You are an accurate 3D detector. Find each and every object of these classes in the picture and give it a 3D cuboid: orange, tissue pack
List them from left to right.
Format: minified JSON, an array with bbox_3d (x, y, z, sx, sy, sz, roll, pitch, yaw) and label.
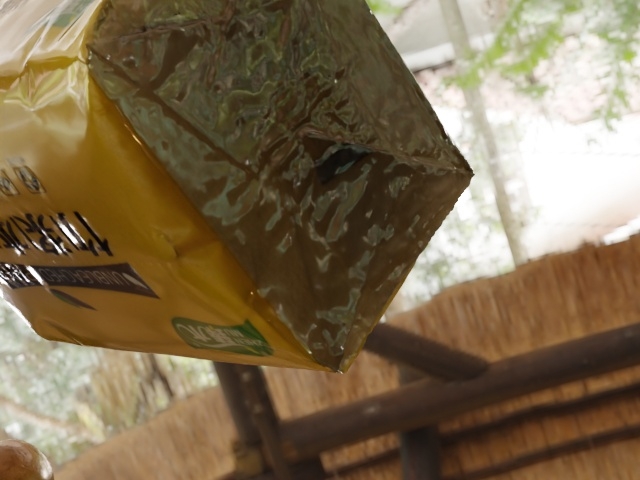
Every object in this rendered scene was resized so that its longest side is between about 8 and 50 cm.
[{"bbox_3d":[-0.459,0.371,1.757,0.124,0.156,0.156,23,-167,-4],"label":"orange"},{"bbox_3d":[-0.133,-0.070,0.883,0.382,0.293,0.228,-1,-136,47],"label":"tissue pack"}]
